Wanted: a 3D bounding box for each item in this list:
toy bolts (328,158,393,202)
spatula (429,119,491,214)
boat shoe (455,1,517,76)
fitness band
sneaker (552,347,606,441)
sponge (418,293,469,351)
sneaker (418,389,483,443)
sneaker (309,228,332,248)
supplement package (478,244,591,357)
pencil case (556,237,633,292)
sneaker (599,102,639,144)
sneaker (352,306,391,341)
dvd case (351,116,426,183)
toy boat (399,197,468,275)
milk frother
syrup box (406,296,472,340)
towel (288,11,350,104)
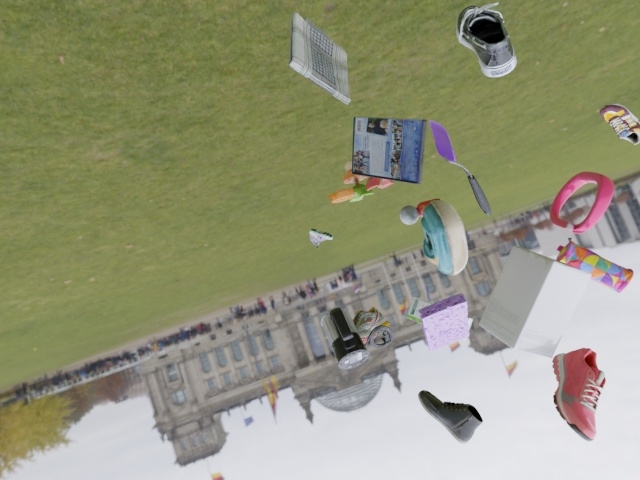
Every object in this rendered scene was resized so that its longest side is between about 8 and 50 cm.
[{"bbox_3d":[0.134,-0.248,1.643,0.218,0.159,0.228,-12,174,-40],"label":"toy bolts"},{"bbox_3d":[0.341,-0.162,1.051,0.030,0.296,0.084,-42,-152,6],"label":"spatula"},{"bbox_3d":[0.406,-0.536,1.116,0.113,0.306,0.105,-16,138,21],"label":"boat shoe"},{"bbox_3d":[0.880,-0.133,1.503,0.291,0.054,0.209,-60,174,-76],"label":"fitness band"},{"bbox_3d":[0.798,0.447,1.343,0.136,0.116,0.314,-48,-170,39],"label":"sneaker"},{"bbox_3d":[0.324,0.217,1.145,0.117,0.031,0.210,-23,139,3],"label":"sponge"},{"bbox_3d":[0.455,0.583,1.546,0.083,0.222,0.118,-5,129,-54],"label":"sneaker"},{"bbox_3d":[0.000,0.000,1.660,0.098,0.069,0.038,19,-159,29],"label":"sneaker"},{"bbox_3d":[0.677,0.192,1.410,0.175,0.293,0.177,17,-170,-22],"label":"supplement package"},{"bbox_3d":[0.948,0.087,1.537,0.104,0.236,0.104,-52,163,-23],"label":"pencil case"},{"bbox_3d":[1.067,-0.411,1.561,0.185,0.084,0.069,25,154,-11],"label":"sneaker"},{"bbox_3d":[0.120,0.269,1.349,0.225,0.093,0.088,-14,152,-52],"label":"sneaker"},{"bbox_3d":[0.197,-0.273,1.319,0.253,0.180,0.022,17,-156,41],"label":"dvd case"},{"bbox_3d":[0.362,-0.029,1.429,0.148,0.267,0.318,-19,-145,5],"label":"toy boat"},{"bbox_3d":[0.092,0.230,1.122,0.143,0.135,0.129,-7,136,-21],"label":"milk frother"},{"bbox_3d":[0.481,0.315,1.783,0.236,0.093,0.096,20,177,31],"label":"syrup box"},{"bbox_3d":[0.005,-0.732,1.754,0.312,0.324,0.056,23,142,-35],"label":"towel"}]
